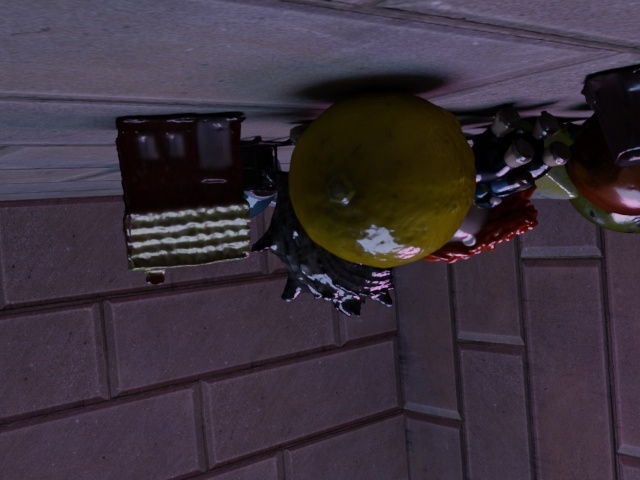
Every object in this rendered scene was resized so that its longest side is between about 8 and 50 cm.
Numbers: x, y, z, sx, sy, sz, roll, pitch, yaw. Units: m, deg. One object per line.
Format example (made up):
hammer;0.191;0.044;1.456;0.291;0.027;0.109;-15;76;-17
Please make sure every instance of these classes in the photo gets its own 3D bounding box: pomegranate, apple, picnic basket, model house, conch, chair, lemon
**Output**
pomegranate;0.740;-0.139;1.770;0.290;0.291;0.323;-5;-168;-2
apple;0.576;-0.158;1.405;0.230;0.230;0.230;-5;-178;0
picnic basket;0.505;-0.179;1.109;0.222;0.129;0.297;-2;-178;20
model house;0.450;-0.206;1.631;0.211;0.170;0.194;28;169;-34
model house;-0.214;-0.062;1.172;0.196;0.254;0.160;-4;-175;-18
conch;0.009;-0.008;1.248;0.186;0.313;0.241;-29;-166;25
chair;-0.163;-0.152;1.558;0.229;0.106;0.113;-1;-178;44
lemon;0.091;-0.086;1.042;0.245;0.245;0.320;-4;-172;29

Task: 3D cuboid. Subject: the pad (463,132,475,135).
pad;0.205;-0.210;1.807;0.315;0.063;0.375;-3;-178;30

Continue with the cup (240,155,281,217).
cup;-0.171;-0.129;1.692;0.299;0.167;0.173;23;158;-29

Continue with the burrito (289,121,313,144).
burrito;0.053;-0.187;1.335;0.229;0.058;0.063;-8;178;-22

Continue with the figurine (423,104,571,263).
figurine;0.295;-0.106;1.442;0.306;0.241;0.412;-27;165;-8
